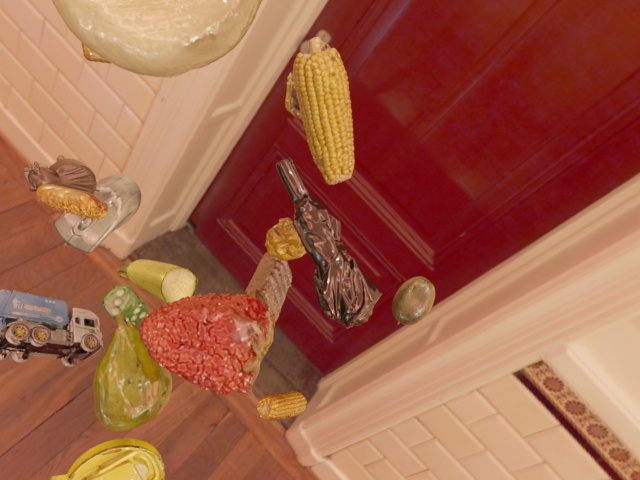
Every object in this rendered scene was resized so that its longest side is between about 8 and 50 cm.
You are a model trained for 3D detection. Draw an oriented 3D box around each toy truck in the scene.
[{"bbox_3d":[-0.871,0.277,1.510,0.367,0.146,0.175,27,38,-47],"label":"toy truck"}]

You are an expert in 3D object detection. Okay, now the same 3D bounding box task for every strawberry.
[{"bbox_3d":[-0.305,0.262,1.363,0.343,0.292,0.292,22,42,2],"label":"strawberry"}]

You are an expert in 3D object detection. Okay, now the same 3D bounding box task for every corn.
[{"bbox_3d":[-0.095,0.430,1.271,0.207,0.068,0.068,32,31,-63],"label":"corn"},{"bbox_3d":[0.014,-0.311,1.192,0.130,0.130,0.348,-26,112,-48],"label":"corn"}]

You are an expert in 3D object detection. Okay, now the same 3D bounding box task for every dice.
[{"bbox_3d":[-0.741,0.252,1.858,0.128,0.131,0.120,39,72,24],"label":"dice"}]

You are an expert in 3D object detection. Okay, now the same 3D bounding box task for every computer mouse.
[{"bbox_3d":[-0.847,-0.115,1.880,0.188,0.121,0.371,43,64,-11],"label":"computer mouse"}]

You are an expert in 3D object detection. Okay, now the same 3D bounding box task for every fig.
[{"bbox_3d":[-0.542,0.397,1.433,0.232,0.314,0.233,20,22,-9],"label":"fig"}]

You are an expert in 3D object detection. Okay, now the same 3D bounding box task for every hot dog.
[{"bbox_3d":[-0.511,-0.080,1.008,0.164,0.071,0.045,13,69,22],"label":"hot dog"}]

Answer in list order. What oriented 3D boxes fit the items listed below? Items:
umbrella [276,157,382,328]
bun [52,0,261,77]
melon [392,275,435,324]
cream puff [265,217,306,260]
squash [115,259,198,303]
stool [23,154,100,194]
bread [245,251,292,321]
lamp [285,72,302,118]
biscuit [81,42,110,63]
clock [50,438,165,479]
[{"bbox_3d":[0.000,0.000,0.907,0.118,0.118,0.341,-17,78,-46],"label":"umbrella"},{"bbox_3d":[-0.262,-0.438,0.816,0.365,0.365,0.219,46,-3,0],"label":"bun"},{"bbox_3d":[0.278,0.187,1.473,0.114,0.168,0.114,30,12,-7],"label":"melon"},{"bbox_3d":[-0.104,-0.011,1.502,0.146,0.116,0.146,3,44,-2],"label":"cream puff"},{"bbox_3d":[-0.554,0.110,1.602,0.287,0.138,0.137,22,36,19],"label":"squash"},{"bbox_3d":[-0.724,-0.171,1.348,0.121,0.125,0.217,32,13,30],"label":"stool"},{"bbox_3d":[-0.210,0.189,2.038,0.417,0.113,0.165,-75,149,-68],"label":"bread"},{"bbox_3d":[-0.046,-0.464,1.612,0.157,0.135,0.156,41,6,25],"label":"lamp"},{"bbox_3d":[-0.595,-0.613,1.474,0.254,0.029,0.173,-11,84,-42],"label":"biscuit"},{"bbox_3d":[-0.622,0.717,1.469,0.293,0.278,0.071,-16,25,-18],"label":"clock"}]
